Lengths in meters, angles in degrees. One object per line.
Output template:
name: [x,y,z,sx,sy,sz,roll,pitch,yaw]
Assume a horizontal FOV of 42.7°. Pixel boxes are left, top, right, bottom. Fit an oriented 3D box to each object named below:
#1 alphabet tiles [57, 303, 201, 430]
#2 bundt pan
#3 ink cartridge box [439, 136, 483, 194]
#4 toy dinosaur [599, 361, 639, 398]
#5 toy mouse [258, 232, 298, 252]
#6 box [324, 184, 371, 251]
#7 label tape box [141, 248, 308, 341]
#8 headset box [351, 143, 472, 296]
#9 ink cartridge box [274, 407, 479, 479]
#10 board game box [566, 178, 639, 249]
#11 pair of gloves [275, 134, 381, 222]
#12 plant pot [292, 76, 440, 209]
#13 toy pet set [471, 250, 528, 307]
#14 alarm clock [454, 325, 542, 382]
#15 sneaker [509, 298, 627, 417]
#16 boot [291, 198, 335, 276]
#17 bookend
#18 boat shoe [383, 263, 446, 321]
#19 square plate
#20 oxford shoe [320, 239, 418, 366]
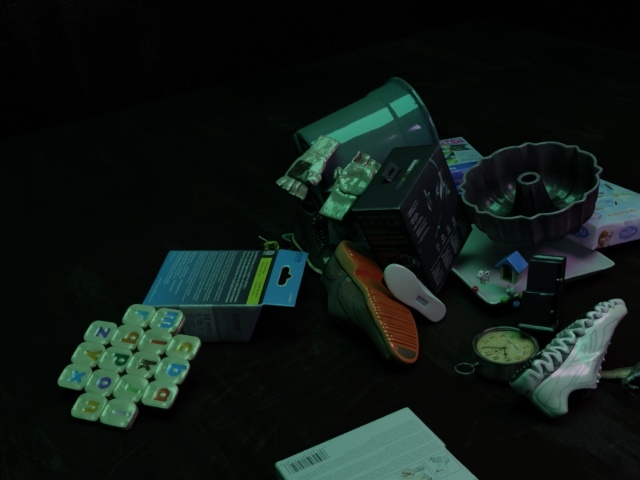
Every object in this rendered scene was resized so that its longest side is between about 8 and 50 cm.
alphabet tiles: [-0.394,0.255,1.692,0.278,0.021,0.284,5,50,22]
bundt pan: [0.502,-0.099,1.951,0.331,0.124,0.331,-12,34,8]
ink cartridge box: [0.402,-0.230,2.508,0.186,0.065,0.311,-10,30,-8]
toy dinosaur: [0.620,0.261,1.555,0.268,0.064,0.118,-3,25,15]
toy mouse: [-0.074,0.020,2.158,0.143,0.031,0.161,-13,29,-13]
box: [0.128,-0.050,2.115,0.233,0.159,0.044,11,32,27]
label tape box: [-0.211,0.126,1.905,0.347,0.115,0.249,0,29,7]
headset box: [0.217,-0.055,1.906,0.131,0.283,0.246,0,41,37]
ink cartridge box: [0.097,0.409,1.369,0.275,0.060,0.239,-18,31,-22]
board game box: [0.690,-0.084,2.113,0.318,0.066,0.318,-10,26,-30]
pair of gloves: [0.023,-0.168,2.108,0.240,0.042,0.204,32,75,34]
plant pot: [0.119,-0.253,2.350,0.334,0.341,0.341,-22,31,-14]
toy pet set: [0.415,0.078,1.820,0.122,0.065,0.114,21,40,38]
alarm clock: [0.353,0.236,1.639,0.192,0.064,0.129,-13,29,-20]
sneaker: [0.493,0.222,1.558,0.292,0.110,0.118,-37,76,-21]
boot: [0.000,0.000,2.041,0.077,0.137,0.198,-25,49,-37]
bookend: [0.464,0.107,1.705,0.072,0.157,0.156,6,0,21]
boat shoe: [0.203,0.110,1.812,0.066,0.184,0.063,-56,23,3]
square plate: [0.465,0.043,1.994,0.344,0.049,0.347,-15,29,-18]
oxford shoe: [0.102,0.161,1.803,0.130,0.133,0.364,24,25,-36]
